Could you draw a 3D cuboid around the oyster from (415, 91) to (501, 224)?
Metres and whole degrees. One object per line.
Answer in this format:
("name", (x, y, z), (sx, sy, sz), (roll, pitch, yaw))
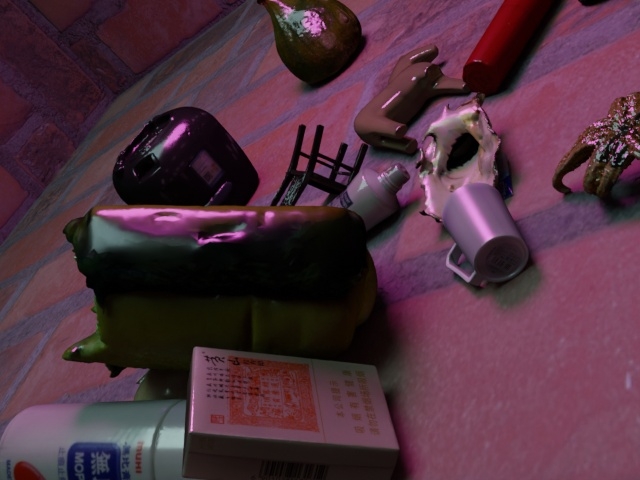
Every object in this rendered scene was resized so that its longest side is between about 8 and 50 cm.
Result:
("oyster", (0.187, -0.099, 1.046), (0.133, 0.072, 0.209), (-37, 40, 24))

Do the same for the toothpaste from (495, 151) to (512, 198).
("toothpaste", (0.231, -0.081, 1.006), (0.024, 0.015, 0.083), (-27, 35, 30))

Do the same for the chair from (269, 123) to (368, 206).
("chair", (-0.014, -0.073, 1.283), (0.084, 0.101, 0.212), (16, 87, 63))

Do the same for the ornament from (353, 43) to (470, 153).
("ornament", (0.149, -0.251, 1.339), (0.230, 0.061, 0.245), (-46, 28, -9))

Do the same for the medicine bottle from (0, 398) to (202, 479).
("medicine bottle", (-0.195, 0.247, 0.901), (0.341, 0.130, 0.130), (-6, 39, 23))

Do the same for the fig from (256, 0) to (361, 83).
("fig", (-0.034, -0.490, 1.790), (0.203, 0.235, 0.203), (-38, 21, 17))

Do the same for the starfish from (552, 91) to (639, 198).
("starfish", (0.327, -0.106, 0.838), (0.190, 0.074, 0.146), (-16, 42, 48))

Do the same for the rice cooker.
("rice cooker", (-0.280, -0.131, 1.601), (0.267, 0.224, 0.267), (-32, 30, 21))

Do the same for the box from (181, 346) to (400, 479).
("box", (-0.033, 0.176, 0.788), (0.141, 0.201, 0.058), (-101, 21, -62))

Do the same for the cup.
("cup", (0.179, 0.002, 0.899), (0.104, 0.074, 0.116), (-60, 22, 25))

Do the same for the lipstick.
("lipstick", (0.308, -0.345, 1.241), (0.073, 0.073, 0.279), (-4, 45, 54))

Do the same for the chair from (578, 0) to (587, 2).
("chair", (0.402, -0.443, 1.129), (0.095, 0.221, 0.104), (25, 66, 39))

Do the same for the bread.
("bread", (-0.117, 0.053, 0.958), (0.376, 0.208, 0.251), (-4, 3, 0))

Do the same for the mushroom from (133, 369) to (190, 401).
("mushroom", (-0.179, 0.216, 1.025), (0.148, 0.112, 0.148), (-5, 83, 37))

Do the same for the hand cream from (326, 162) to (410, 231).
("hand cream", (0.000, 0.000, 1.181), (0.341, 0.078, 0.124), (-40, 20, 25))

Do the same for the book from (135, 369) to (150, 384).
("book", (-0.168, 0.152, 1.130), (0.182, 0.127, 0.014), (-45, 66, -4))
